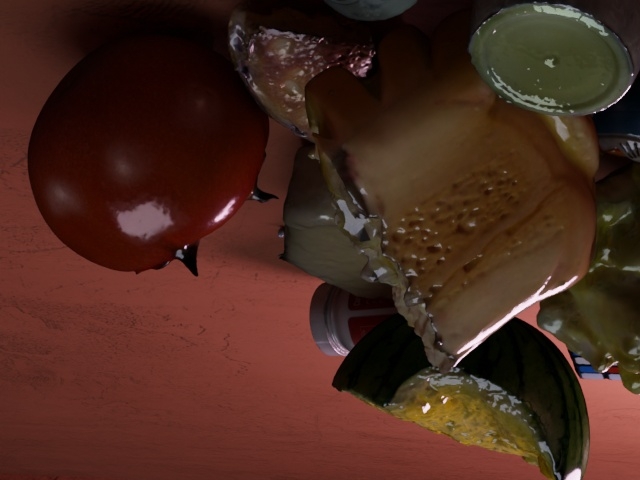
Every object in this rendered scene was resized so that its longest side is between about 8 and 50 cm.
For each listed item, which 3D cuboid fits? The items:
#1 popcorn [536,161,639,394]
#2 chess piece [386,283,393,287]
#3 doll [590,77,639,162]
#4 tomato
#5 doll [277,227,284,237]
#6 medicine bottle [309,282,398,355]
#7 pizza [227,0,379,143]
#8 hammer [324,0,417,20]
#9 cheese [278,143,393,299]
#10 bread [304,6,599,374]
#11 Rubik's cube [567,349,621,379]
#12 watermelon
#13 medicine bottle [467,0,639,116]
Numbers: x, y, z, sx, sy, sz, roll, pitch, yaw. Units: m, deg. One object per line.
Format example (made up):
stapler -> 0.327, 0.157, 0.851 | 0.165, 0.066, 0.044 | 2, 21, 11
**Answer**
popcorn -> 0.361, 0.035, 1.766 | 0.293, 0.293, 0.237 | 7, -173, 0
chess piece -> 0.166, -0.049, 1.776 | 0.243, 0.133, 0.133 | -26, 163, -11
doll -> 0.300, -0.120, 1.676 | 0.152, 0.085, 0.114 | -1, 173, 44
tomato -> -0.174, -0.089, 1.686 | 0.224, 0.256, 0.256 | 44, 145, -21
doll -> -0.001, 0.001, 2.174 | 0.114, 0.039, 0.057 | 6, 119, 28
medicine bottle -> 0.118, 0.100, 2.268 | 0.250, 0.131, 0.131 | -6, 156, 32
pizza -> 0.022, -0.160, 1.650 | 0.161, 0.085, 0.305 | -21, 143, 30
hammer -> 0.106, -0.277, 1.309 | 0.305, 0.113, 0.202 | -12, 157, 23
cheese -> 0.089, -0.021, 1.977 | 0.326, 0.115, 0.318 | 23, 155, -33
bread -> 0.124, -0.070, 1.541 | 0.315, 0.270, 0.211 | 57, 173, -35
Rubik's cube -> 0.393, 0.062, 1.992 | 0.184, 0.187, 0.182 | 4, 161, 15
watermelon -> 0.197, 0.172, 2.057 | 0.331, 0.189, 0.331 | 27, 180, 0
medicine bottle -> 0.205, -0.198, 1.375 | 0.147, 0.143, 0.147 | 13, 146, 9
